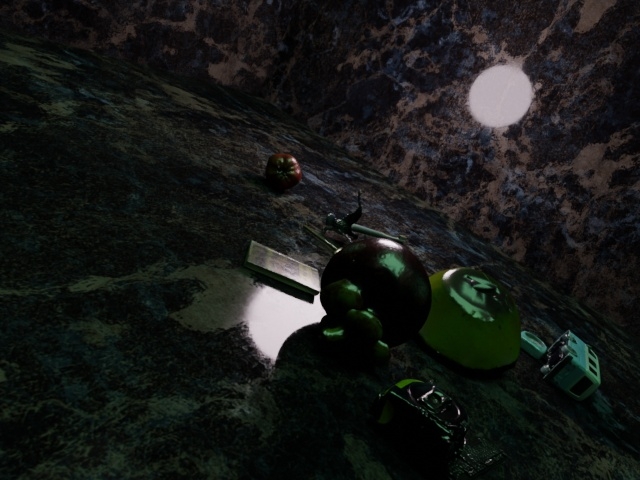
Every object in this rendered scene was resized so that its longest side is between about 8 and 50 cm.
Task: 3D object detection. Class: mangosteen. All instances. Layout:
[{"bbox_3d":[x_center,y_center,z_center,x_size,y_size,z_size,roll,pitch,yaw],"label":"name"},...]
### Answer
[{"bbox_3d":[0.130,0.142,1.225,0.310,0.311,0.311,25,20,-10],"label":"mangosteen"}]

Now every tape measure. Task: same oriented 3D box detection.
[{"bbox_3d":[0.219,0.369,1.021,0.199,0.112,0.186,34,16,27],"label":"tape measure"}]

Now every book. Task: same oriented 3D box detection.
[{"bbox_3d":[-0.108,0.079,1.416,0.228,0.024,0.160,24,18,-11],"label":"book"}]

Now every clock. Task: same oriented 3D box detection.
[{"bbox_3d":[0.805,0.392,1.839,0.108,0.045,0.147,41,22,27],"label":"clock"}]

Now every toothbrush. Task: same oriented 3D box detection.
[{"bbox_3d":[0.258,-0.033,2.154,0.341,0.030,0.025,11,22,-35],"label":"toothbrush"}]

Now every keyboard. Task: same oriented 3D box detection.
[{"bbox_3d":[0.331,0.474,1.051,0.231,0.023,0.072,6,27,-46],"label":"keyboard"}]

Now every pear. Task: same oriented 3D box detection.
[{"bbox_3d":[0.466,0.214,1.492,0.398,0.165,0.399,15,37,-12],"label":"pear"}]

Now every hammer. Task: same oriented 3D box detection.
[{"bbox_3d":[0.000,0.000,1.757,0.195,0.028,0.060,35,27,25],"label":"hammer"}]

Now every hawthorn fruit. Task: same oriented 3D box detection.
[{"bbox_3d":[-0.160,-0.297,2.089,0.162,0.163,0.203,26,4,-8],"label":"hawthorn fruit"}]

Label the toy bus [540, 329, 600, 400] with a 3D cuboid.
[{"bbox_3d":[0.897,0.443,1.717,0.164,0.133,0.271,40,25,16],"label":"toy bus"}]

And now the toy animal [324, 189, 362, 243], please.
[{"bbox_3d":[0.096,-0.054,1.870,0.160,0.273,0.197,11,-17,0],"label":"toy animal"}]

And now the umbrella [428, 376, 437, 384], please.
[{"bbox_3d":[0.280,0.375,1.236,0.022,0.013,0.122,55,24,9],"label":"umbrella"}]
